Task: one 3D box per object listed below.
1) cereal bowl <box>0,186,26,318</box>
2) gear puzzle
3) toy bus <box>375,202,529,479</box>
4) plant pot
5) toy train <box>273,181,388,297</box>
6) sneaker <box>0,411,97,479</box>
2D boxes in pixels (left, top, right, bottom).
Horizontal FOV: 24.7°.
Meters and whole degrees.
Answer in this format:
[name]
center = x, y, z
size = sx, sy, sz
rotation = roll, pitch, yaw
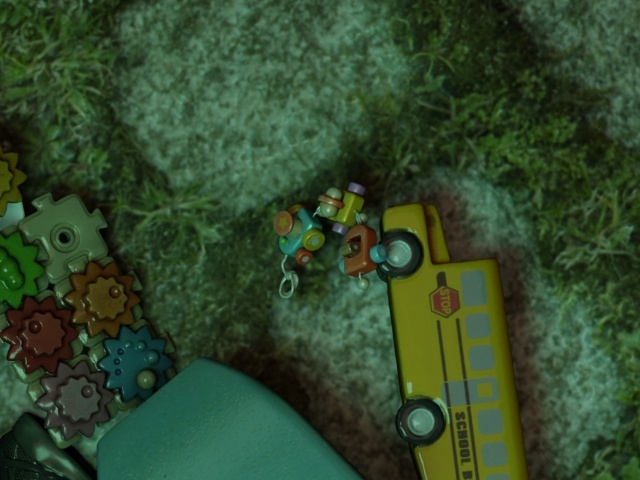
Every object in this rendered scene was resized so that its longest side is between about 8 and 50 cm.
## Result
[cereal bowl]
center = -0.496, -0.004, 1.558
size = 0.339, 0.141, 0.339
rotation = 6, 77, -28
[gear puzzle]
center = -0.284, 0.038, 1.560
size = 0.175, 0.044, 0.339
rotation = -31, 96, -29
[toy bus]
center = 0.137, 0.126, 1.567
size = 0.130, 0.108, 0.332
rotation = -7, 83, 1
[plant pot]
center = -0.089, 0.267, 1.497
size = 0.248, 0.247, 0.252
rotation = -40, 68, -3
[toy train]
center = 0.000, 0.000, 1.565
size = 0.046, 0.166, 0.125
rotation = 23, 62, -38
[sneaker]
center = -0.281, 0.306, 1.570
size = 0.227, 0.087, 0.130
rotation = 43, 88, 11
